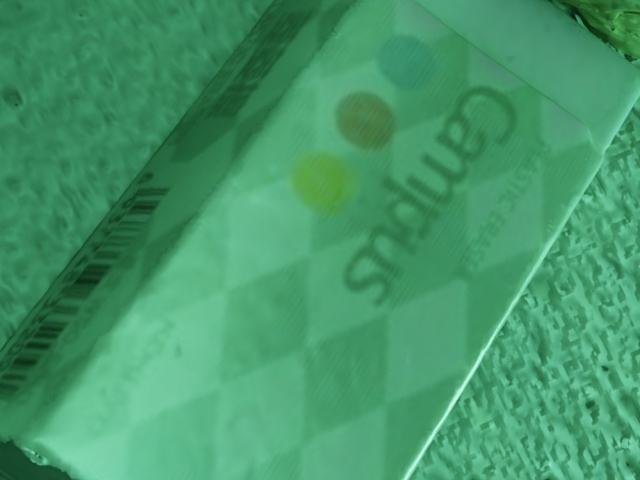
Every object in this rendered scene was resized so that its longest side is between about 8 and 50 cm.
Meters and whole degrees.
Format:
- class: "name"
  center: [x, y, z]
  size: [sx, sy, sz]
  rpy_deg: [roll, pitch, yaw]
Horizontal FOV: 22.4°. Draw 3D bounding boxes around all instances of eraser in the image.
- class: "eraser"
  center: [0.000, 0.001, 0.886]
  size: [0.213, 0.082, 0.397]
  rpy_deg: [35, 65, -3]

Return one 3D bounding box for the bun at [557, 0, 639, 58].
- class: "bun"
  center: [0.175, -0.221, 0.958]
  size: [0.259, 0.152, 0.259]
  rpy_deg: [32, 47, -41]
